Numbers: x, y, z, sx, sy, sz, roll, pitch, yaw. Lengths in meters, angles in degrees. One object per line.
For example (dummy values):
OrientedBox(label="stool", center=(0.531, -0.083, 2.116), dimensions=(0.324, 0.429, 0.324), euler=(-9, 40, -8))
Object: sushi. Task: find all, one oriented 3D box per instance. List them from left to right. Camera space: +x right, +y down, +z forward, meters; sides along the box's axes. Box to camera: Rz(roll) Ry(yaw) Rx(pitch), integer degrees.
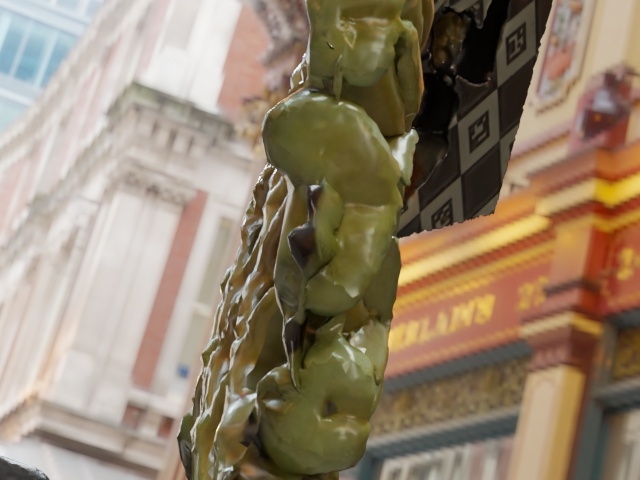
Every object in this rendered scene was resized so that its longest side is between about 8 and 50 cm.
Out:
OrientedBox(label="sushi", center=(0.081, -0.145, 1.267), dimensions=(0.059, 0.292, 0.294), euler=(27, 25, 33))

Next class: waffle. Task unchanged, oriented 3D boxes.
OrientedBox(label="waffle", center=(0.000, 0.000, 0.643), dimensions=(0.073, 0.317, 0.297), euler=(16, -7, -3))

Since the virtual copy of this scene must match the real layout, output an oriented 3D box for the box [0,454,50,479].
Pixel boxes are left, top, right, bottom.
OrientedBox(label="box", center=(-0.393, 0.221, 1.201), dimensions=(0.350, 0.211, 0.058), euler=(25, -40, -14))
